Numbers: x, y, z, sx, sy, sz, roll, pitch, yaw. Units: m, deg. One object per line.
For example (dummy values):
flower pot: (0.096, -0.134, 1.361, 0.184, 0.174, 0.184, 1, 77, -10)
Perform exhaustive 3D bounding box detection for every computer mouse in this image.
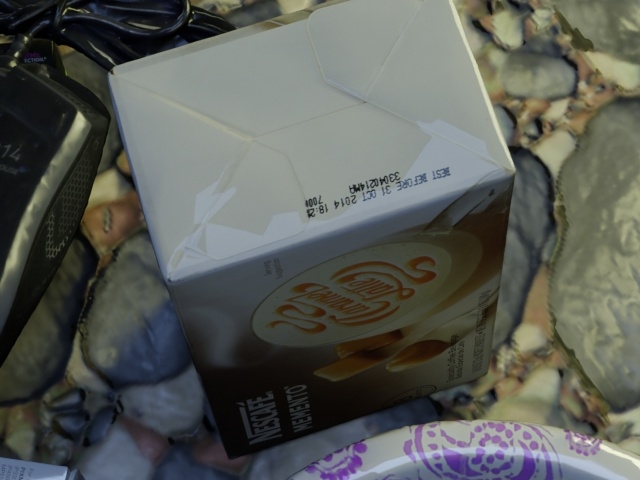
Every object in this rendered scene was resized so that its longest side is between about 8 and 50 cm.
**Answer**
computer mouse: (-0.162, -0.014, 0.867, 0.188, 0.072, 0.272, 23, 63, 11)

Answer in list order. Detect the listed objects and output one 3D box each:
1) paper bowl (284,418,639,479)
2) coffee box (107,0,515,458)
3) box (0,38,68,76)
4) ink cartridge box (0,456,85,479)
paper bowl: (0.068, 0.227, 0.784, 0.284, 0.148, 0.284, -1, 70, 2)
coffee box: (0.000, 0.000, 0.819, 0.141, 0.246, 0.098, -17, 68, -5)
box: (-0.153, -0.050, 0.942, 0.052, 0.062, 0.083, -5, 71, 1)
ink cartridge box: (-0.175, 0.130, 0.855, 0.135, 0.099, 0.056, 8, 70, 6)
